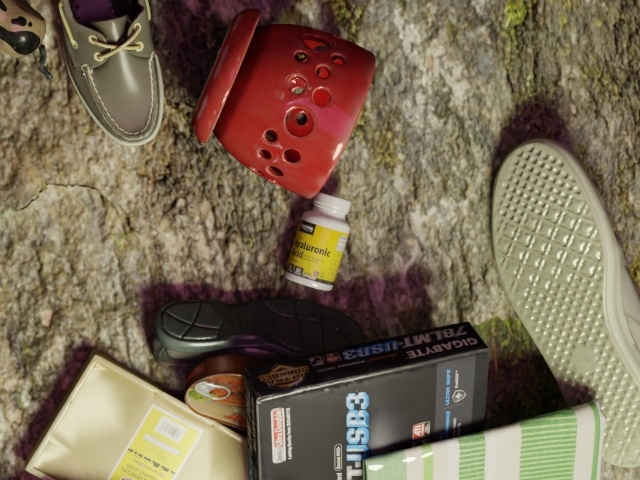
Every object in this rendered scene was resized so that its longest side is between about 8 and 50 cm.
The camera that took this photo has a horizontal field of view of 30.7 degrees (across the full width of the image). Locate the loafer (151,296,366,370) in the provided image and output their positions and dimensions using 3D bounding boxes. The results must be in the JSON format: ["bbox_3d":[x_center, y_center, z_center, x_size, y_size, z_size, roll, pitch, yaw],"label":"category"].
[{"bbox_3d":[-0.080,0.127,1.464,0.267,0.096,0.084,6,136,-14],"label":"loafer"}]

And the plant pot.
[{"bbox_3d":[-0.050,-0.166,1.377,0.174,0.191,0.191,22,91,-7],"label":"plant pot"}]

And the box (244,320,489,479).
[{"bbox_3d":[0.057,0.259,1.452,0.293,0.073,0.295,-10,123,-16],"label":"box"}]

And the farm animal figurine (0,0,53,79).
[{"bbox_3d":[-0.478,-0.271,1.222,0.330,0.172,0.326,-17,116,-6],"label":"farm animal figurine"}]

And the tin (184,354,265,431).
[{"bbox_3d":[-0.080,0.195,1.448,0.190,0.040,0.106,24,129,-29],"label":"tin"}]

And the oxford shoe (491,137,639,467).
[{"bbox_3d":[0.352,0.077,1.541,0.130,0.169,0.449,-28,97,-51],"label":"oxford shoe"}]

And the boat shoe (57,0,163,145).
[{"bbox_3d":[-0.252,-0.257,1.359,0.109,0.091,0.305,-16,100,-12],"label":"boat shoe"}]

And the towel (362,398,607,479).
[{"bbox_3d":[0.211,0.334,1.494,0.325,0.038,0.248,-11,122,-13],"label":"towel"}]

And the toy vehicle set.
[{"bbox_3d":[-0.212,0.272,1.462,0.267,0.035,0.166,33,88,-15],"label":"toy vehicle set"}]

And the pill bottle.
[{"bbox_3d":[0.000,0.000,1.467,0.065,0.065,0.116,16,92,-15],"label":"pill bottle"}]
